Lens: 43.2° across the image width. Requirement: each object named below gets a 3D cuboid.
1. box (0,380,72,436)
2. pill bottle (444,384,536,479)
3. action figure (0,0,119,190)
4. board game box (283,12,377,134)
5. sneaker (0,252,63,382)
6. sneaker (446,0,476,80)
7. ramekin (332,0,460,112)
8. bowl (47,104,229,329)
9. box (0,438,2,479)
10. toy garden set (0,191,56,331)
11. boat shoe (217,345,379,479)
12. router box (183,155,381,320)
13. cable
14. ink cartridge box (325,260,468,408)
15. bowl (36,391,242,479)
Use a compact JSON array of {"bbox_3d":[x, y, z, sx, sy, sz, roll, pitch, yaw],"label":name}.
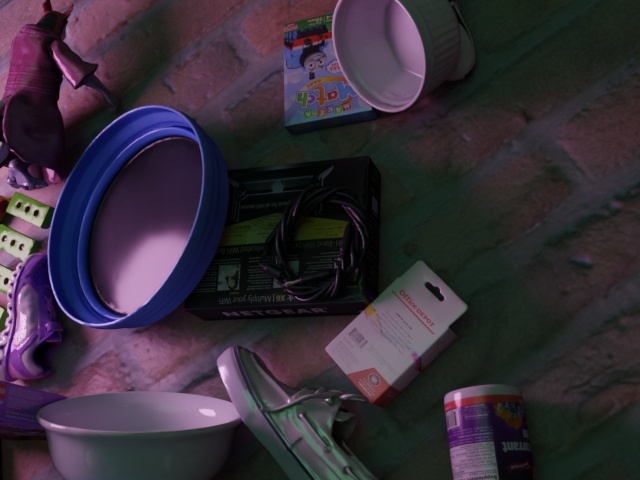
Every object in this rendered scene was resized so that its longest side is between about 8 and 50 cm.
[{"bbox_3d":[-0.494,0.269,1.257,0.201,0.293,0.057,-6,69,19],"label":"box"},{"bbox_3d":[0.230,0.298,1.082,0.108,0.108,0.193,-11,68,17],"label":"pill bottle"},{"bbox_3d":[-0.550,-0.284,1.510,0.248,0.276,0.370,7,87,29],"label":"action figure"},{"bbox_3d":[0.015,-0.299,1.421,0.160,0.039,0.211,-8,69,17],"label":"board game box"},{"bbox_3d":[-0.498,0.141,1.426,0.104,0.095,0.236,6,78,15],"label":"sneaker"},{"bbox_3d":[0.186,-0.387,1.325,0.094,0.153,0.235,-13,67,17],"label":"sneaker"},{"bbox_3d":[0.126,-0.320,1.287,0.109,0.207,0.207,-31,57,-31],"label":"ramekin"},{"bbox_3d":[-0.311,-0.036,1.369,0.391,0.077,0.391,-16,63,34],"label":"bowl"},{"bbox_3d":[-0.673,0.448,1.381,0.257,0.079,0.322,-15,66,13],"label":"box"},{"bbox_3d":[-0.605,0.027,1.526,0.204,0.049,0.244,20,85,32],"label":"toy garden set"},{"bbox_3d":[0.004,0.268,1.163,0.156,0.136,0.367,-41,65,2],"label":"boat shoe"},{"bbox_3d":[-0.060,0.000,1.314,0.309,0.081,0.243,-4,69,19],"label":"router box"},{"bbox_3d":[0.000,0.000,1.219,0.150,0.047,0.184,36,86,27],"label":"cable"},{"bbox_3d":[0.120,0.139,1.205,0.198,0.067,0.115,-44,63,2],"label":"ink cartridge box"},{"bbox_3d":[-0.260,0.312,1.180,0.298,0.298,0.134,1,89,21],"label":"bowl"}]
